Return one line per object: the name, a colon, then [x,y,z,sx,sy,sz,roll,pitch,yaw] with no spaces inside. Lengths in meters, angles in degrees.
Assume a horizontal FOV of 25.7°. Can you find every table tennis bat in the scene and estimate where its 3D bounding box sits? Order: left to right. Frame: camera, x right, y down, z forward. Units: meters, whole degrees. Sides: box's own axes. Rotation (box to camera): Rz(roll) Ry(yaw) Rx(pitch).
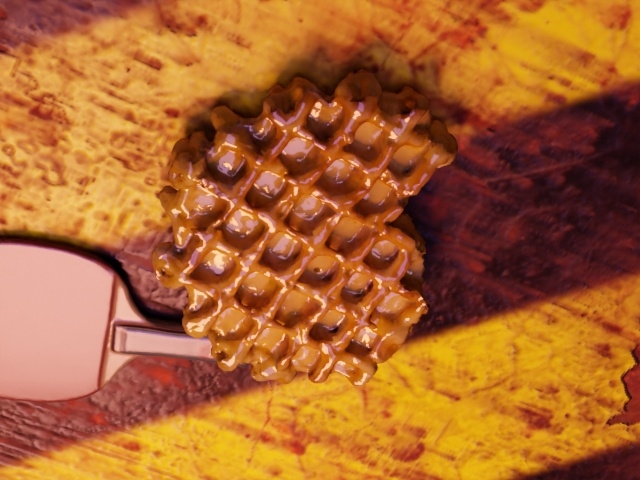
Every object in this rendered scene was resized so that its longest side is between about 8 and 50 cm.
table tennis bat: [-0.189,0.071,1.118,0.274,0.021,0.154,7,121,-9]

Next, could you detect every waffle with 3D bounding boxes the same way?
waffle: [0.000,0.000,1.067,0.249,0.056,0.253,-23,115,4]
